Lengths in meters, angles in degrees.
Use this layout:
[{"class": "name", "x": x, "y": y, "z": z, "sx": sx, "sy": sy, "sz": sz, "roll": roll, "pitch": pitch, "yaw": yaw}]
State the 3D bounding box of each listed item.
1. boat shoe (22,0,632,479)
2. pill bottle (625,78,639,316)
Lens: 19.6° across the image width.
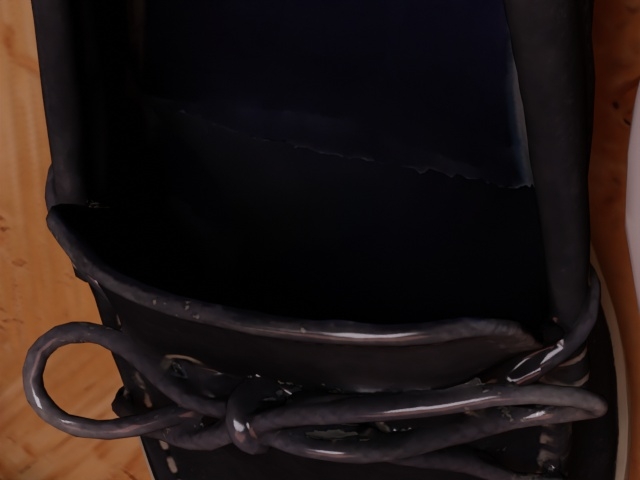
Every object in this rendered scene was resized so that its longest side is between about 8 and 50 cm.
[{"class": "boat shoe", "x": 0.000, "y": 0.000, "z": 0.549, "sx": 0.187, "sy": 0.156, "sz": 0.500, "roll": 9, "pitch": 128, "yaw": 14}, {"class": "pill bottle", "x": 0.235, "y": -0.021, "z": 0.280, "sx": 0.224, "sy": 0.224, "sz": 0.392, "roll": 44, "pitch": 163, "yaw": -12}]
